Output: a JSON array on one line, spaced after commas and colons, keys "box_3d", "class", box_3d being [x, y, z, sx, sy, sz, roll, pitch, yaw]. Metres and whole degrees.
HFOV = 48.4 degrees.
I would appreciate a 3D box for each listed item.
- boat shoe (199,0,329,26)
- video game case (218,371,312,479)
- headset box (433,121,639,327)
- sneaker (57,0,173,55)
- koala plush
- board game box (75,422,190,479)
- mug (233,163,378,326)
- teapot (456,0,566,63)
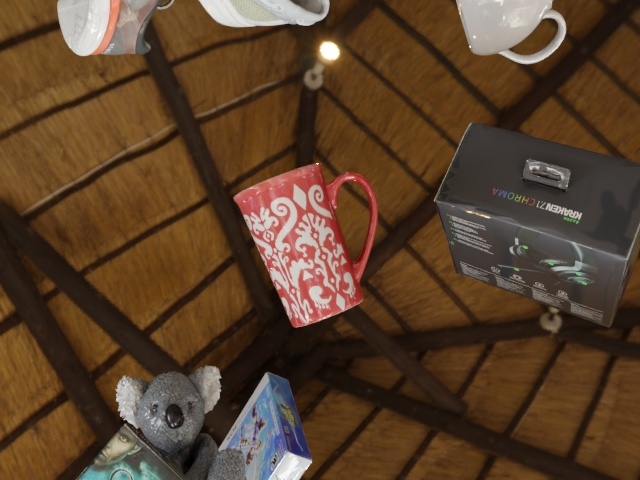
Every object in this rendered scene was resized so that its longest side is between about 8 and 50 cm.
[{"box_3d": [-0.081, -0.278, 0.550, 0.103, 0.320, 0.118, 13, -108, 21], "class": "boat shoe"}, {"box_3d": [-0.127, 0.439, 1.431, 0.061, 0.244, 0.269, 25, -166, -21], "class": "video game case"}, {"box_3d": [0.306, -0.020, 0.977, 0.246, 0.283, 0.131, 20, -107, 26], "class": "headset box"}, {"box_3d": [-0.106, -0.184, 0.423, 0.065, 0.158, 0.061, -1, -144, -47], "class": "sneaker"}, {"box_3d": [-0.232, 0.311, 1.119, 0.196, 0.203, 0.221, -9, -106, -14], "class": "koala plush"}, {"box_3d": [-0.226, 0.346, 0.921, 0.186, 0.026, 0.126, 38, -96, 13], "class": "board game box"}, {"box_3d": [-0.006, 0.002, 0.832, 0.113, 0.150, 0.169, -20, -91, -60], "class": "mug"}, {"box_3d": [0.321, -0.445, 1.206, 0.256, 0.187, 0.253, 1, -106, -76], "class": "teapot"}]
